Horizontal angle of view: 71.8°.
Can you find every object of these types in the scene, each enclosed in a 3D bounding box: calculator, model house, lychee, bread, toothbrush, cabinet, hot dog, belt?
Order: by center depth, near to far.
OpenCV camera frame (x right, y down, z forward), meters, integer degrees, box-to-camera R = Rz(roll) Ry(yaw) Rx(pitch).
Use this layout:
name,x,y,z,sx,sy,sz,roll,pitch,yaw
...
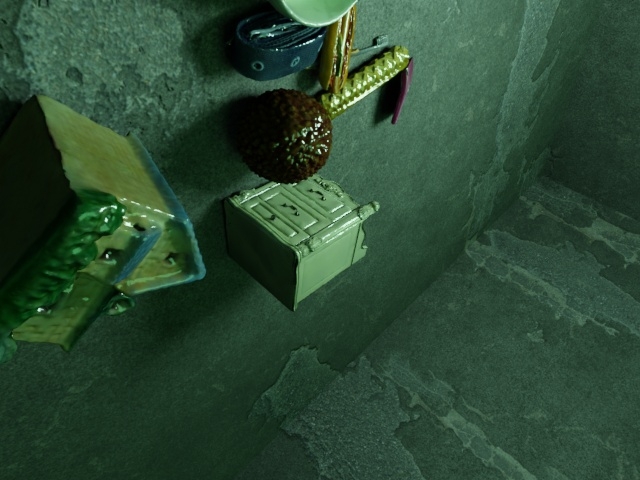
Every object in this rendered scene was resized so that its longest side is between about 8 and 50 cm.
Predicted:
name,x,y,z,sx,sy,sz,roll,pitch,yaw
model house,-0.419,0.020,0.803,0.382,0.334,0.343,-46,148,10
belt,-0.092,-0.418,0.963,0.218,0.122,0.128,-31,168,-29
lychee,-0.081,-0.242,1.048,0.236,0.271,0.235,-3,106,-9
hot dog,0.045,-0.479,1.105,0.092,0.062,0.235,-19,124,-43
toothbrush,0.076,-0.504,1.191,0.321,0.023,0.031,-33,137,-30
cabinet,-0.053,-0.032,1.245,0.318,0.290,0.227,-32,145,-33
bread,0.118,-0.446,1.255,0.368,0.084,0.077,-41,102,-21
calculator,0.263,-0.473,1.405,0.126,0.034,0.190,-67,169,-49

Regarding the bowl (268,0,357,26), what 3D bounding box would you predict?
name,x,y,z,sx,sy,sz,roll,pitch,yaw
bowl,-0.030,-0.586,0.839,0.307,0.163,0.307,-33,143,-29
